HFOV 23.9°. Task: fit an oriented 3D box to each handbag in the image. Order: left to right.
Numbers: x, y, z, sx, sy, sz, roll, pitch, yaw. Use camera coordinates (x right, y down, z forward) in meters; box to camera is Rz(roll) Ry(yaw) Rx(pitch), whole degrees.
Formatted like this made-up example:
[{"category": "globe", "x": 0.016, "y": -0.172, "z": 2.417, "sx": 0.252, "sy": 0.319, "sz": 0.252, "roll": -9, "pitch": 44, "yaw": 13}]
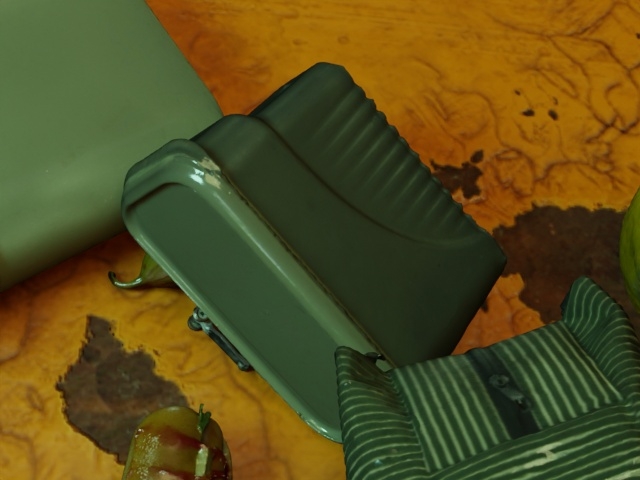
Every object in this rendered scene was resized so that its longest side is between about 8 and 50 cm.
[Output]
[{"category": "handbag", "x": 0.129, "y": 0.197, "z": 0.993, "sx": 0.247, "sy": 0.340, "sz": 0.240, "roll": -17, "pitch": 54, "yaw": -6}]

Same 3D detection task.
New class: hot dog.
[{"category": "hot dog", "x": -0.103, "y": 0.235, "z": 1.041, "sx": 0.076, "sy": 0.104, "sz": 0.250, "roll": -11, "pitch": 52, "yaw": 27}]

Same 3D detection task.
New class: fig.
[{"category": "fig", "x": -0.127, "y": 0.018, "z": 1.192, "sx": 0.083, "sy": 0.050, "sz": 0.050, "roll": -25, "pitch": 68, "yaw": -2}]

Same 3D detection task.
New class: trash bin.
[{"category": "trash bin", "x": -0.227, "y": -0.093, "z": 1.188, "sx": 0.247, "sy": 0.121, "sz": 0.243, "roll": -26, "pitch": 69, "yaw": -26}]

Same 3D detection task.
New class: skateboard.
[{"category": "skateboard", "x": -0.056, "y": 0.055, "z": 1.194, "sx": 0.064, "sy": 0.032, "sz": 0.083, "roll": 44, "pitch": 64, "yaw": 2}]

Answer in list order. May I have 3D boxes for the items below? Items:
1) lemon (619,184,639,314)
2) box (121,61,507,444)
[{"category": "lemon", "x": 0.341, "y": 0.007, "z": 1.210, "sx": 0.231, "sy": 0.192, "sz": 0.192, "roll": -22, "pitch": 68, "yaw": -23}, {"category": "box", "x": 0.000, "y": 0.000, "z": 1.144, "sx": 0.274, "sy": 0.138, "sz": 0.178, "roll": 50, "pitch": 56, "yaw": -12}]
